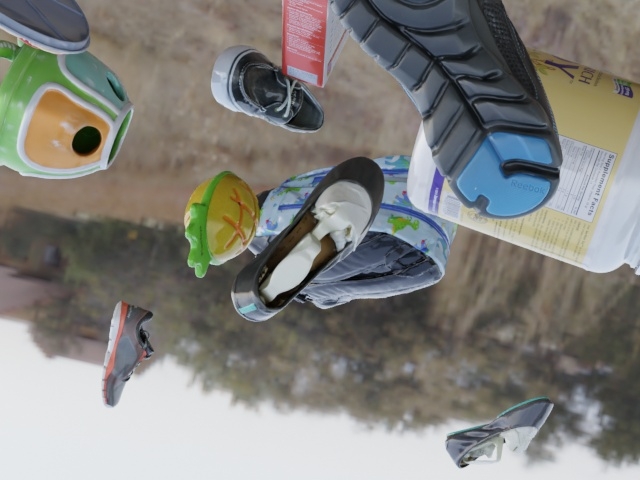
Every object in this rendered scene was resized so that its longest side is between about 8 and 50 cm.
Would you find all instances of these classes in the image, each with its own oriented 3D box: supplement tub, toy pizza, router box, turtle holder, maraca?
[{"bbox_3d":[0.297,-0.102,1.551,0.331,0.241,0.241,20,180,11],"label":"supplement tub"},{"bbox_3d":[-0.294,-0.229,1.117,0.201,0.032,0.201,37,-161,-15],"label":"toy pizza"},{"bbox_3d":[0.037,-0.481,2.141,0.082,0.335,0.301,22,156,7],"label":"router box"},{"bbox_3d":[-0.442,-0.212,2.113,0.227,0.243,0.320,21,172,-3],"label":"turtle holder"},{"bbox_3d":[-0.142,-0.024,1.711,0.099,0.127,0.186,2,-157,19],"label":"maraca"}]

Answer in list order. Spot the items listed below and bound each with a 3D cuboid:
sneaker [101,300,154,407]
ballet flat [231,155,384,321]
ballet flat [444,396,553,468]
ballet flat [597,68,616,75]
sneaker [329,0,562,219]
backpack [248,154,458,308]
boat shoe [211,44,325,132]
[{"bbox_3d":[-0.264,0.163,1.717,0.065,0.158,0.061,10,-161,-8],"label":"sneaker"},{"bbox_3d":[0.000,0.000,1.624,0.095,0.280,0.096,44,166,-12],"label":"ballet flat"},{"bbox_3d":[0.286,0.311,1.968,0.203,0.074,0.074,-29,154,32],"label":"ballet flat"},{"bbox_3d":[0.438,-0.176,2.048,0.083,0.247,0.087,-19,-137,-27],"label":"ballet flat"},{"bbox_3d":[0.095,-0.181,1.044,0.125,0.341,0.139,-22,-171,16],"label":"sneaker"},{"bbox_3d":[0.077,-0.015,2.258,0.290,0.273,0.355,42,159,-31],"label":"backpack"},{"bbox_3d":[-0.083,-0.275,2.292,0.119,0.121,0.335,19,-177,24],"label":"boat shoe"}]
